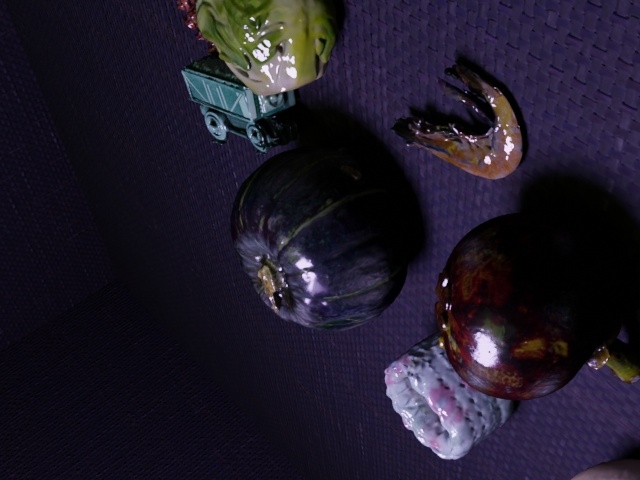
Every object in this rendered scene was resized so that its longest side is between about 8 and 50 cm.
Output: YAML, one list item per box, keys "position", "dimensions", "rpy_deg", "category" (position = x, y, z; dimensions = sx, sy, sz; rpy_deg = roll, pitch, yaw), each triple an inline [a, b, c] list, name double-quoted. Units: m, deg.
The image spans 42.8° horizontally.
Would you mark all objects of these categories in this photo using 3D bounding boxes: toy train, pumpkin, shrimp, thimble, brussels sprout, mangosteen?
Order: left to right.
- position: [-0.134, -0.246, 1.451]
  dimensions: [0.269, 0.115, 0.154]
  rpy_deg: [28, 136, 48]
  category: "toy train"
- position: [-0.071, -0.324, 1.173]
  dimensions: [0.223, 0.161, 0.223]
  rpy_deg: [19, 133, 22]
  category: "brussels sprout"
- position: [0.000, 0.000, 1.344]
  dimensions: [0.323, 0.241, 0.323]
  rpy_deg: [40, 147, 34]
  category: "pumpkin"
- position: [0.216, 0.250, 1.384]
  dimensions: [0.185, 0.149, 0.211]
  rpy_deg: [27, 143, 52]
  category: "thimble"
- position: [0.166, -0.157, 1.060]
  dimensions: [0.219, 0.046, 0.152]
  rpy_deg: [23, 142, 45]
  category: "shrimp"
- position: [0.283, 0.092, 1.014]
  dimensions: [0.289, 0.231, 0.231]
  rpy_deg: [15, 159, -11]
  category: "mangosteen"

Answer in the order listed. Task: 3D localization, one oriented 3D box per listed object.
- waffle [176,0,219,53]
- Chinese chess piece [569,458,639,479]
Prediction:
- position: [-0.188, -0.420, 1.390]
  dimensions: [0.234, 0.055, 0.221]
  rpy_deg: [29, 143, 38]
  category: "waffle"
- position: [0.445, 0.431, 1.121]
  dimensions: [0.270, 0.112, 0.270]
  rpy_deg: [16, 120, 30]
  category: "Chinese chess piece"
